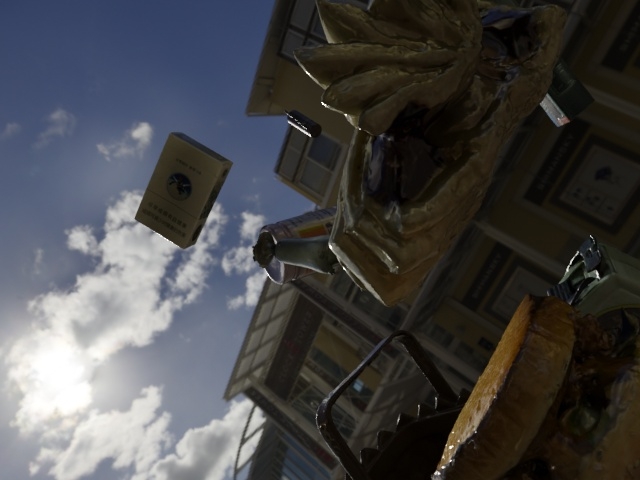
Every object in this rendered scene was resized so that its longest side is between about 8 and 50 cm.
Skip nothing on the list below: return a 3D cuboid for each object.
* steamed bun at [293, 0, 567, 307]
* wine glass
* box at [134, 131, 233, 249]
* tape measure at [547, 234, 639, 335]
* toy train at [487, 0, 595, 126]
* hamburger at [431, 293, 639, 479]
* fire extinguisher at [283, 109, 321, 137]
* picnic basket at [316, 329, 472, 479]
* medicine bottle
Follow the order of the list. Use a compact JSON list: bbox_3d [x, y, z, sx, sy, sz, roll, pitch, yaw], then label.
[{"bbox_3d":[0.114,-0.170,0.545,0.428,0.247,0.189,-53,-12,-18],"label":"steamed bun"},{"bbox_3d":[-0.037,0.019,0.855,0.072,0.155,0.072,-12,-77,-61],"label":"wine glass"},{"bbox_3d":[-0.358,-0.129,1.281,0.257,0.164,0.069,-61,-5,17],"label":"box"},{"bbox_3d":[0.512,0.110,0.900,0.115,0.235,0.207,-80,18,-44],"label":"tape measure"},{"bbox_3d":[0.502,-0.467,1.203,0.086,0.409,0.089,-40,3,0],"label":"toy train"},{"bbox_3d":[0.167,0.143,0.371,0.191,0.117,0.182,-40,-31,-37],"label":"hamburger"},{"bbox_3d":[-0.063,-0.357,1.466,0.078,0.157,0.045,26,-78,-49],"label":"fire extinguisher"},{"bbox_3d":[0.158,0.317,0.744,0.254,0.321,0.291,-31,-8,-45],"label":"picnic basket"},{"bbox_3d":[0.000,0.000,1.080,0.249,0.133,0.133,-16,-41,-30],"label":"medicine bottle"}]
